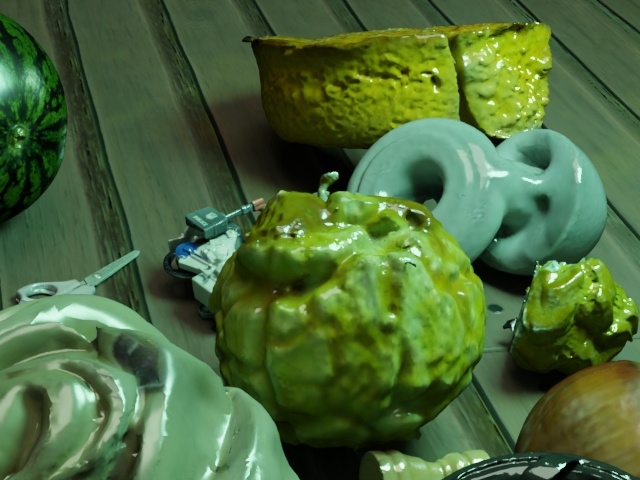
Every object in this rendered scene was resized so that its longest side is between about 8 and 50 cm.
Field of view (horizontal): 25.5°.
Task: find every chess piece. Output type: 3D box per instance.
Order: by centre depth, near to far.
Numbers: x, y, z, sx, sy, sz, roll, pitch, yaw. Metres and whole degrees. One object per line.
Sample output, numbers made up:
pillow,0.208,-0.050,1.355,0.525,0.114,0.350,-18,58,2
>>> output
chess piece,0.102,0.230,1.345,0.122,0.066,0.066,0,29,-22

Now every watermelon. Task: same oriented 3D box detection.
watermelon,-0.448,-0.149,1.719,0.285,0.285,0.285,4,29,-2

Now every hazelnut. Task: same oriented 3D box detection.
hazelnut,0.274,0.207,1.298,0.214,0.176,0.214,-22,23,10

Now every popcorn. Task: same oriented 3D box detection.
popcorn,0.031,0.079,1.384,0.282,0.247,0.282,6,-1,0

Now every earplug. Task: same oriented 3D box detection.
earplug,0.192,-0.041,1.738,0.326,0.175,0.214,0,68,0

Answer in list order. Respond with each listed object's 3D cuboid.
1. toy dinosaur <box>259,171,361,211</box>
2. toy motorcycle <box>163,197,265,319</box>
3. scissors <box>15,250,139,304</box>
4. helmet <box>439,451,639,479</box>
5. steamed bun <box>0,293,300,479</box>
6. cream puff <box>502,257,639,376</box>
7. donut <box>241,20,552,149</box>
toy dinosaur,0.001,0.000,1.716,0.212,0.142,0.057,-19,-25,42
toy motorcycle,-0.077,0.034,1.629,0.150,0.102,0.221,-31,44,-29
scissors,-0.271,0.049,1.657,0.100,0.015,0.189,20,31,23
helmet,0.164,0.303,1.120,0.279,0.160,0.230,-29,41,-23
steamed bun,-0.188,0.198,1.087,0.342,0.255,0.368,-34,53,-24
cream puff,0.279,0.086,1.549,0.156,0.156,0.121,3,65,-3
donut,0.103,-0.216,1.977,0.378,0.163,0.435,6,13,39
